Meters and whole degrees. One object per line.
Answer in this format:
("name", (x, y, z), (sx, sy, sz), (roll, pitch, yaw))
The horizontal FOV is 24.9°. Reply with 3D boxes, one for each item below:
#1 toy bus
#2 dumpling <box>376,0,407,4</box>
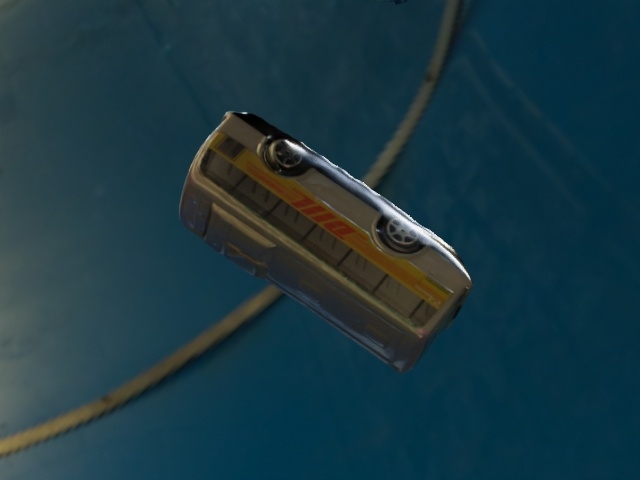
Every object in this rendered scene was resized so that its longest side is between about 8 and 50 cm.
("toy bus", (0.000, 0.000, 0.810), (0.172, 0.057, 0.072), (34, -125, 9))
("dumpling", (-0.001, -0.216, 0.911), (0.142, 0.172, 0.247), (-41, -170, -10))
